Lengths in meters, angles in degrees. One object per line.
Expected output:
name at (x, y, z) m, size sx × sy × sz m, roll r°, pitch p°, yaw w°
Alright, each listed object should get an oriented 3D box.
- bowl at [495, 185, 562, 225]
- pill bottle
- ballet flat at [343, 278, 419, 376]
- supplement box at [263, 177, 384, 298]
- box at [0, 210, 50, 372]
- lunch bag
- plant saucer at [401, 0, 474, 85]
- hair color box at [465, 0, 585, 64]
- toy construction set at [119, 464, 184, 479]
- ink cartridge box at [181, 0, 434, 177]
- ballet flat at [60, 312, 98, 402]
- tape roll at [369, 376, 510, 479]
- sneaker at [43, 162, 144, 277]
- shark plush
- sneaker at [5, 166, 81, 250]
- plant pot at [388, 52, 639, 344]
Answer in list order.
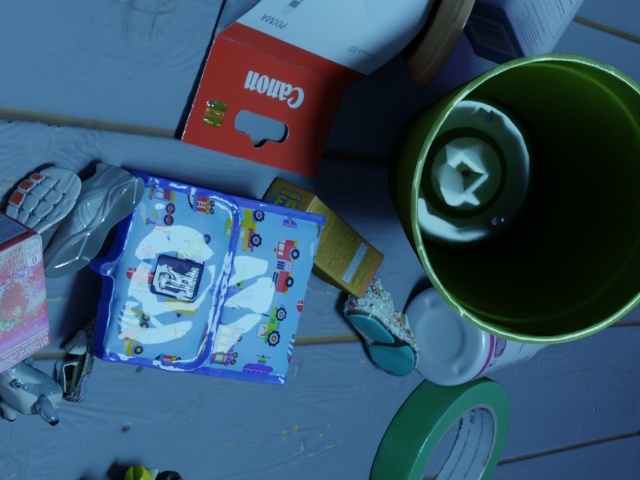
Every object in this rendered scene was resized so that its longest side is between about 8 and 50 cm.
bowl at (0.399, -0.087, 2.288) m, size 0.156 × 0.289 × 0.289 m, roll 13°, pitch 105°, yaw -12°
pill bottle at (0.272, 0.137, 2.403) m, size 0.283 × 0.160 × 0.160 m, roll -10°, pitch 119°, yaw -53°
ballet flat at (0.103, 0.129, 2.236) m, size 0.241 × 0.091 × 0.077 m, roll 59°, pitch 40°, yaw -57°
supplement box at (0.000, 0.000, 2.002) m, size 0.080 × 0.078 × 0.233 m, roll -61°, pitch 148°, yaw -5°
box at (-0.420, 0.081, 1.392) m, size 0.300 × 0.154 × 0.142 m, roll -33°, pitch 136°, yaw -41°
lunch bag at (-0.160, 0.043, 1.770) m, size 0.293 × 0.138 × 0.221 m, roll 12°, pitch 92°, yaw -46°
plant saucer at (0.158, -0.305, 1.964) m, size 0.200 × 0.037 × 0.200 m, roll -158°, pitch -90°, yaw -79°
hair color box at (0.344, -0.451, 2.150) m, size 0.374 × 0.113 × 0.185 m, roll -56°, pitch 147°, yaw -12°
toy construction set at (-0.229, 0.414, 1.890) m, size 0.328 × 0.151 × 0.215 m, roll 73°, pitch 27°, yaw -56°
ink cartridge box at (0.008, -0.266, 1.821) m, size 0.308 × 0.091 × 0.385 m, roll 12°, pitch 100°, yaw -57°
ballet flat at (-0.285, 0.140, 1.731) m, size 0.041 × 0.041 × 0.114 m, roll -4°, pitch 113°, yaw -54°
tape roll at (0.210, 0.376, 2.556) m, size 0.321 × 0.077 × 0.321 m, roll -32°, pitch 135°, yaw -39°
sneaker at (-0.264, -0.022, 1.631) m, size 0.152 × 0.061 × 0.054 m, roll -50°, pitch 156°, yaw -16°
shark plush at (-0.347, 0.145, 1.661) m, size 0.161 × 0.073 × 0.067 m, roll 54°, pitch 44°, yaw -32°
sneaker at (-0.317, -0.011, 1.583) m, size 0.158 × 0.061 × 0.065 m, roll -55°, pitch 176°, yaw -21°
plant pot at (0.251, -0.075, 1.999) m, size 0.366 × 0.353 × 0.367 m, roll -2°, pitch 99°, yaw -12°
